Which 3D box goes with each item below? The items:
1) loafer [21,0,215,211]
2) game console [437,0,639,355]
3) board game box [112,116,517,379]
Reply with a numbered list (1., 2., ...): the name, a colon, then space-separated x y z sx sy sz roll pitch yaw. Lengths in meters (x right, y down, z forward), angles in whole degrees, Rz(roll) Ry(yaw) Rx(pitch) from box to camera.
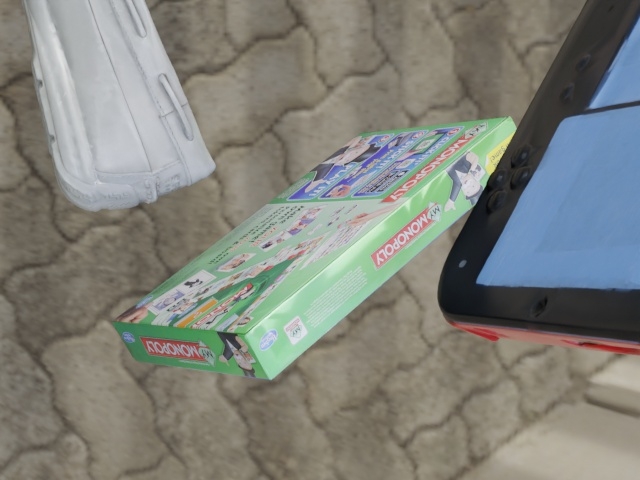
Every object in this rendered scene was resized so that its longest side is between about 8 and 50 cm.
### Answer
1. loafer: -0.147 -0.180 0.952 0.111 0.112 0.319 -13 92 -12
2. game console: 0.230 -0.081 0.983 0.060 0.386 0.342 28 81 -18
3. board game box: 0.000 0.000 1.226 0.317 0.213 0.046 -38 112 -29
